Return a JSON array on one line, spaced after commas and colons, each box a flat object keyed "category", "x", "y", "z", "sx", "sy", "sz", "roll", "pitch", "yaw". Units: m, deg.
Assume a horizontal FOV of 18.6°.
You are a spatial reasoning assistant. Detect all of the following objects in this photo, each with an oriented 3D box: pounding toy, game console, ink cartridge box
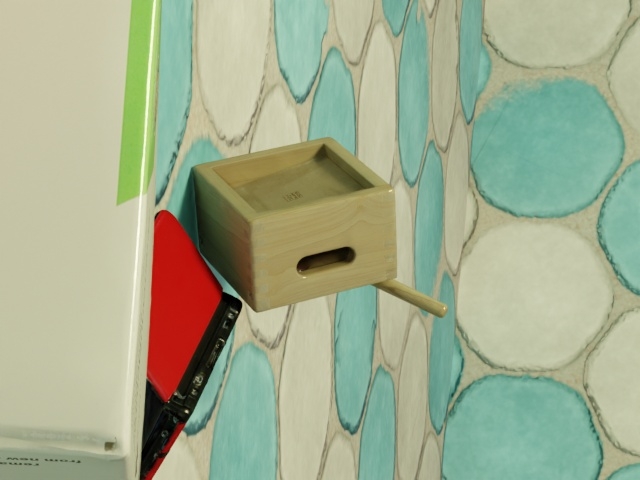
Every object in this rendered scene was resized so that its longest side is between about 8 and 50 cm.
[{"category": "pounding toy", "x": 0.000, "y": 0.000, "z": 1.387, "sx": 0.130, "sy": 0.141, "sz": 0.100, "roll": -136, "pitch": -141, "yaw": -56}, {"category": "game console", "x": -0.113, "y": 0.073, "z": 1.301, "sx": 0.124, "sy": 0.085, "sz": 0.144, "roll": -58, "pitch": -176, "yaw": 32}, {"category": "ink cartridge box", "x": -0.127, "y": 0.023, "z": 0.795, "sx": 0.273, "sy": 0.115, "sz": 0.198, "roll": 105, "pitch": -13, "yaw": -69}]
